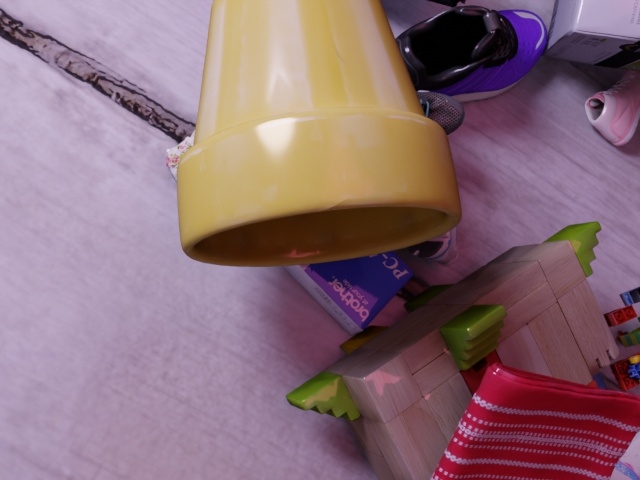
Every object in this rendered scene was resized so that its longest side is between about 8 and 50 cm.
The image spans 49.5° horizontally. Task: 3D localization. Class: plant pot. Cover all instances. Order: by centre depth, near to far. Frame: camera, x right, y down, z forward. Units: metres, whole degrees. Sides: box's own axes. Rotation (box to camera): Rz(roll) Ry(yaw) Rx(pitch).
[{"bbox_3d":[-0.012,-0.113,0.656,0.254,0.254,0.239,-3,77,-19],"label":"plant pot"}]

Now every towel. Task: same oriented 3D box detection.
[{"bbox_3d":[0.185,0.249,0.661,0.199,0.031,0.274,16,106,-23],"label":"towel"}]

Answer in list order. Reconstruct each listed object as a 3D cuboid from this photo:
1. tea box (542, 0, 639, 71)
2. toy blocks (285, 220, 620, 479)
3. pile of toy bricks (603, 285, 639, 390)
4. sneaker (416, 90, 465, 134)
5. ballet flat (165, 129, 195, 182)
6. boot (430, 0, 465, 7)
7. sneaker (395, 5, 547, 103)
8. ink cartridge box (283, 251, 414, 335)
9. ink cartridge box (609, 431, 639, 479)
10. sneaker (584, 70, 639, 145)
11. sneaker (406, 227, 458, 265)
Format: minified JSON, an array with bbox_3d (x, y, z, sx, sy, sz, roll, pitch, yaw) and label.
[{"bbox_3d":[0.483,-0.384,0.863,0.324,0.220,0.329,10,98,7],"label":"tea box"},{"bbox_3d":[0.192,0.182,0.750,0.381,0.191,0.261,-30,97,-23],"label":"toy blocks"},{"bbox_3d":[0.417,0.112,0.862,0.212,0.105,0.118,-17,78,-19],"label":"pile of toy bricks"},{"bbox_3d":[0.086,-0.146,0.789,0.167,0.076,0.065,3,96,-4],"label":"sneaker"},{"bbox_3d":[-0.080,-0.137,0.792,0.077,0.091,0.241,32,57,29],"label":"ballet flat"},{"bbox_3d":[0.116,-0.411,0.880,0.207,0.094,0.246,13,74,19],"label":"boot"},{"bbox_3d":[0.196,-0.242,0.873,0.293,0.146,0.102,-24,83,-22],"label":"sneaker"},{"bbox_3d":[0.000,0.000,0.792,0.207,0.046,0.097,45,67,-1],"label":"ink cartridge box"},{"bbox_3d":[0.345,0.312,0.796,0.231,0.078,0.134,-30,85,-23],"label":"ink cartridge box"},{"bbox_3d":[0.422,-0.207,0.988,0.070,0.051,0.134,28,72,-14],"label":"sneaker"},{"bbox_3d":[0.127,-0.052,0.847,0.083,0.071,0.190,34,43,-51],"label":"sneaker"}]
